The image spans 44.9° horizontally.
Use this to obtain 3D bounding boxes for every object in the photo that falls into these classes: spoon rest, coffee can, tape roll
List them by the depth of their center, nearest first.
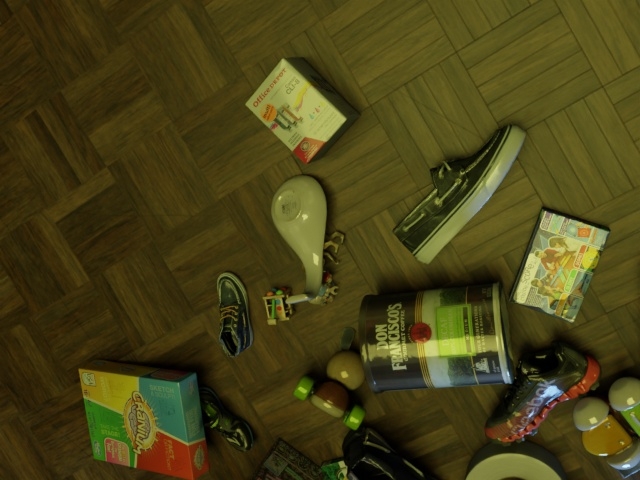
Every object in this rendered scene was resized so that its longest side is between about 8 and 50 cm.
[{"bbox_3d":[0.234,0.195,1.552,0.275,0.201,0.202,-8,101,17],"label":"coffee can"},{"bbox_3d":[-0.041,-0.003,1.622,0.137,0.084,0.276,-13,73,31],"label":"spoon rest"},{"bbox_3d":[0.415,0.537,1.651,0.219,0.072,0.219,3,104,14],"label":"tape roll"}]

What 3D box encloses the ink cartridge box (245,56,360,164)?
[{"bbox_3d":[-0.035,-0.263,1.556,0.176,0.127,0.128,44,111,3],"label":"ink cartridge box"}]

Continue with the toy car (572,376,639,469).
[{"bbox_3d":[0.593,0.342,1.520,0.182,0.136,0.159,-37,98,23],"label":"toy car"}]

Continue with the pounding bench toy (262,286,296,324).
[{"bbox_3d":[-0.095,0.142,1.694,0.052,0.083,0.065,-7,102,18],"label":"pounding bench toy"}]

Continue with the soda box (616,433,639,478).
[{"bbox_3d":[0.662,0.406,1.559,0.169,0.053,0.060,-39,90,20],"label":"soda box"}]

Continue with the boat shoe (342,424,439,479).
[{"bbox_3d":[0.182,0.551,1.657,0.340,0.158,0.127,38,99,-2],"label":"boat shoe"}]

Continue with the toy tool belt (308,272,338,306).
[{"bbox_3d":[0.012,0.108,1.680,0.051,0.052,0.083,24,117,-30],"label":"toy tool belt"}]

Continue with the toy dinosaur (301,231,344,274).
[{"bbox_3d":[0.000,0.000,1.650,0.092,0.053,0.183,14,107,14],"label":"toy dinosaur"}]

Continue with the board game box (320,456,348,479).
[{"bbox_3d":[0.110,0.612,1.779,0.136,0.030,0.260,-22,96,21],"label":"board game box"}]

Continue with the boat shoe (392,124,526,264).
[{"bbox_3d":[0.261,-0.102,1.514,0.119,0.121,0.335,37,112,0],"label":"boat shoe"}]

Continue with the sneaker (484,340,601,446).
[{"bbox_3d":[0.423,0.303,1.566,0.135,0.098,0.276,41,109,-16],"label":"sneaker"}]

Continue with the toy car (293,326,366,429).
[{"bbox_3d":[0.052,0.291,1.688,0.155,0.149,0.188,29,80,4],"label":"toy car"}]

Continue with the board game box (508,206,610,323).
[{"bbox_3d":[0.471,0.049,1.537,0.136,0.035,0.201,20,107,10],"label":"board game box"}]

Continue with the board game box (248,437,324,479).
[{"bbox_3d":[-0.137,0.622,1.711,0.141,0.291,0.232,35,110,6],"label":"board game box"}]

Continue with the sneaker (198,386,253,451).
[{"bbox_3d":[-0.235,0.426,1.804,0.188,0.078,0.067,46,111,1],"label":"sneaker"}]

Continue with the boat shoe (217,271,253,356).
[{"bbox_3d":[-0.198,0.166,1.728,0.065,0.083,0.183,-11,100,18],"label":"boat shoe"}]

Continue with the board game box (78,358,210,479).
[{"bbox_3d":[-0.417,0.416,1.822,0.316,0.064,0.242,0,103,31],"label":"board game box"}]
